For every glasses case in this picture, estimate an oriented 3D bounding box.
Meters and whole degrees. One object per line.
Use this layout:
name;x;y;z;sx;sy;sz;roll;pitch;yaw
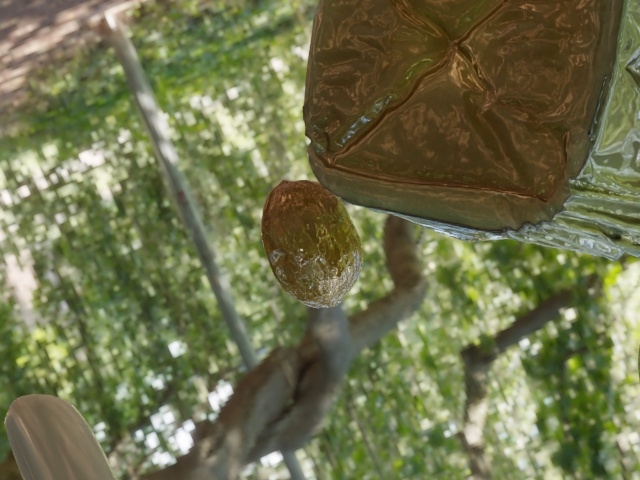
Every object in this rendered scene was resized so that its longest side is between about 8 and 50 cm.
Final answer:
glasses case;-0.236;0.217;1.147;0.076;0.197;0.049;5;124;-40

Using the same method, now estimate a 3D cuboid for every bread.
bread;0.096;-0.094;0.674;0.209;0.192;0.109;10;180;44

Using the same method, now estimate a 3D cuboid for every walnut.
walnut;0.000;0.000;1.069;0.091;0.121;0.052;-28;-173;-37

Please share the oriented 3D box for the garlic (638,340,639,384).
garlic;0.295;0.123;0.856;0.128;0.267;0.148;-4;173;-1
